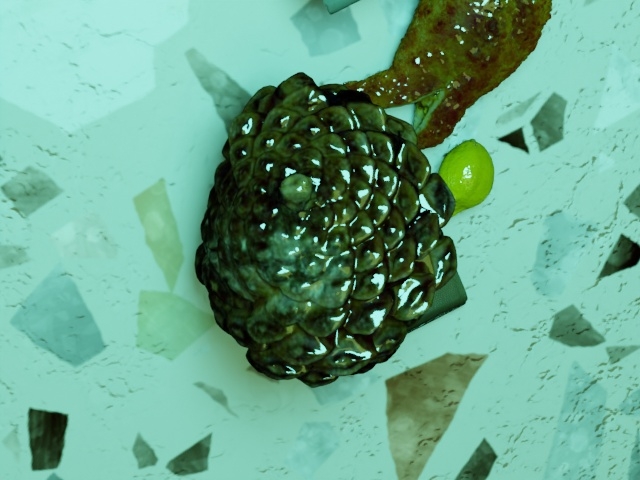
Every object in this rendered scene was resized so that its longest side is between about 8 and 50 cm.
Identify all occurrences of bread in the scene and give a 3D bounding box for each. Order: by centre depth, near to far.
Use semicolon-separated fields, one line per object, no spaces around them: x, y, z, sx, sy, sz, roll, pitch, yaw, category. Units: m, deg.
0.150;-0.212;1.451;0.139;0.095;0.269;35;101;-16;bread

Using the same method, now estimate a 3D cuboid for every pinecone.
0.005;0.000;1.380;0.242;0.296;0.298;-7;71;-17;pinecone

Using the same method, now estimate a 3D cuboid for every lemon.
0.160;-0.069;1.519;0.065;0.065;0.092;13;100;-20;lemon

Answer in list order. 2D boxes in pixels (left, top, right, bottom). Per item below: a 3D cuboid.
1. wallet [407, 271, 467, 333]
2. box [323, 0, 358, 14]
0.064;0.070;1.558;0.198;0.031;0.110;-27;113;-5;wallet
0.012;-0.347;1.335;0.135;0.163;0.243;-29;116;5;box
